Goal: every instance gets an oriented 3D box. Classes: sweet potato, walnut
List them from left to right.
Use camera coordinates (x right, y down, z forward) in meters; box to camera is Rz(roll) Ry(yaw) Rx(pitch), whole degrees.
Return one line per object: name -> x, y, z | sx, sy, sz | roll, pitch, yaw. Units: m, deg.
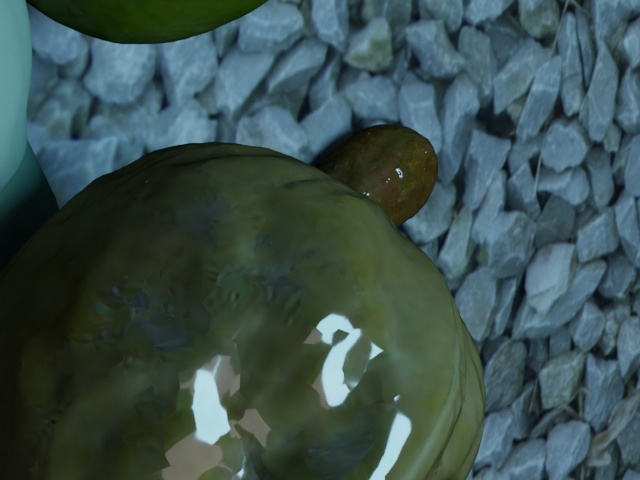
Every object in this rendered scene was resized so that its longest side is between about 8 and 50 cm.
walnut -> -0.075, 0.118, 1.213 | 0.383, 0.383, 0.384 | -18, 118, -39
sweet potato -> -0.001, 0.000, 1.569 | 0.292, 0.097, 0.097 | -46, 132, -17

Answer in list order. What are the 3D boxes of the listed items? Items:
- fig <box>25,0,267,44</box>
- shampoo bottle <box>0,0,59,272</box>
fig -> -0.101, -0.299, 1.225 | 0.316, 0.316, 0.316 | -18, 118, -39
shampoo bottle -> -0.283, -0.086, 1.193 | 0.221, 0.151, 0.349 | -17, 133, 1
